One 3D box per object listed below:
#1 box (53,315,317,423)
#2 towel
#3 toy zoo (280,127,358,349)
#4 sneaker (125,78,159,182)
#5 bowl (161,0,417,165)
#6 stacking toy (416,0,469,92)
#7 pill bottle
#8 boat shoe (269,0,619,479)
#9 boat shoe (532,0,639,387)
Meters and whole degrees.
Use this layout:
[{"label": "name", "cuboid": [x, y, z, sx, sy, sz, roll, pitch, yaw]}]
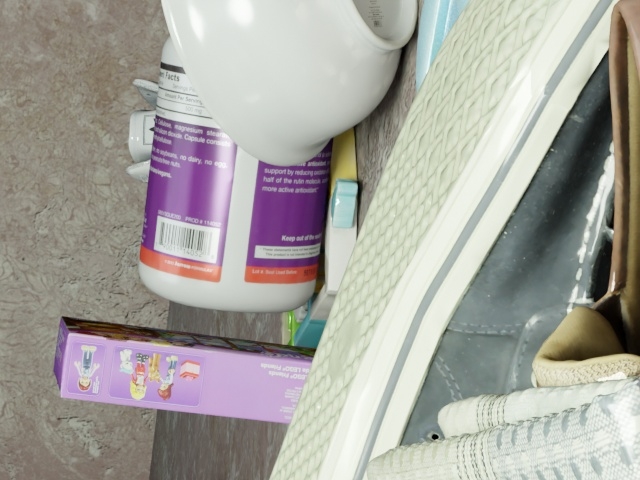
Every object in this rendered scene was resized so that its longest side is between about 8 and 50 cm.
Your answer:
[{"label": "box", "cuboid": [-0.083, 0.117, 1.461, 0.201, 0.293, 0.057, -170, 88, -79]}, {"label": "towel", "cuboid": [0.133, 0.207, 0.677, 0.312, 0.056, 0.324, 66, 163, 4]}, {"label": "toy zoo", "cuboid": [0.000, 0.000, 1.779, 0.293, 0.030, 0.192, 119, 154, -64]}, {"label": "sneaker", "cuboid": [-0.117, -0.125, 1.961, 0.366, 0.210, 0.137, 154, 120, -77]}, {"label": "bowl", "cuboid": [-0.005, -0.223, 1.477, 0.134, 0.298, 0.298, -13, 66, 31]}, {"label": "stacking toy", "cuboid": [0.110, -0.229, 1.050, 0.279, 0.130, 0.309, -99, 18, -51]}, {"label": "pill bottle", "cuboid": [-0.077, -0.098, 1.666, 0.181, 0.181, 0.323, -138, 55, -76]}, {"label": "boat shoe", "cuboid": [0.106, 0.026, 0.927, 0.187, 0.156, 0.500, -101, 30, -70]}, {"label": "boat shoe", "cuboid": [0.150, 0.060, 0.728, 0.123, 0.123, 0.342, -127, 41, -74]}]
